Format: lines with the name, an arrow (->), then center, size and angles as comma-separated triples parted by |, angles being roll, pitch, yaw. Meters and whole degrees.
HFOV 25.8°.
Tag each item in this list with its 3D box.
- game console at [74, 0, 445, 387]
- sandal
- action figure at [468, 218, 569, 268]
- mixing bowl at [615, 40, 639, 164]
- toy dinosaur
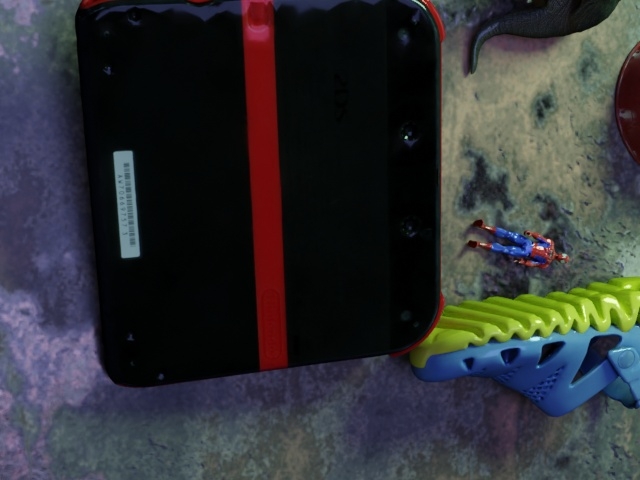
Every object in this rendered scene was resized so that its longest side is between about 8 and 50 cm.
game console -> -0.047, -0.054, 1.327 | 0.342, 0.060, 0.386 | -6, 110, -10
sandal -> 0.244, 0.123, 1.465 | 0.317, 0.126, 0.138 | -5, 101, -18
action figure -> 0.215, 0.007, 1.490 | 0.115, 0.030, 0.038 | 14, 85, -23
mixing bowl -> 0.423, -0.148, 1.513 | 0.181, 0.098, 0.181 | -2, 97, -20
toy dinosaur -> 0.281, -0.279, 1.433 | 0.160, 0.121, 0.313 | 21, 103, -53
